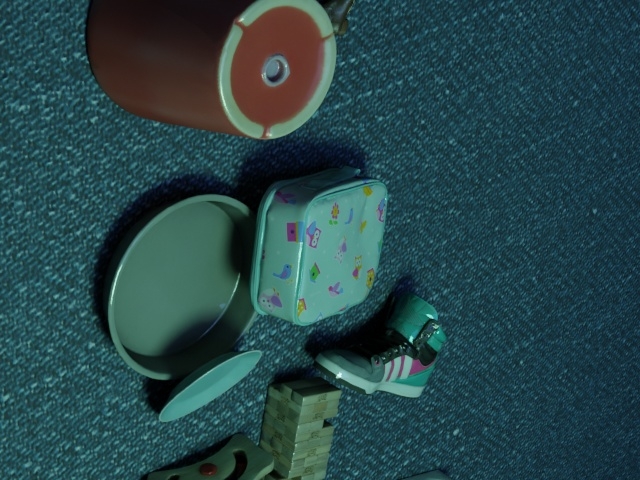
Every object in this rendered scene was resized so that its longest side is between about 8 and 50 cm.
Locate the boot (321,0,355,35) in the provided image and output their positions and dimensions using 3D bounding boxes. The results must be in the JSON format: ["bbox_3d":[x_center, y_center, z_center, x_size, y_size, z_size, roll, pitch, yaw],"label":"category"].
[{"bbox_3d":[-0.004,-0.354,1.913,0.114,0.037,0.106,-6,111,-37],"label":"boot"}]

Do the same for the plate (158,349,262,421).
[{"bbox_3d":[-0.174,0.216,1.973,0.188,0.024,0.188,-34,165,-10],"label":"plate"}]

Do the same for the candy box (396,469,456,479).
[{"bbox_3d":[0.177,0.562,2.500,0.165,0.070,0.196,-5,112,-43],"label":"candy box"}]

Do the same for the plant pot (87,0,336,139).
[{"bbox_3d":[-0.129,-0.256,1.686,0.275,0.243,0.275,-21,124,-36],"label":"plant pot"}]

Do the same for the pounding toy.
[{"bbox_3d":[-0.187,0.438,2.050,0.269,0.154,0.155,-36,133,-51],"label":"pounding toy"}]

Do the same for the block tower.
[{"bbox_3d":[-0.051,0.394,2.186,0.097,0.091,0.335,-4,113,-42],"label":"block tower"}]

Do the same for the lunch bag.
[{"bbox_3d":[0.000,0.000,1.991,0.279,0.108,0.224,-20,117,-60],"label":"lunch bag"}]

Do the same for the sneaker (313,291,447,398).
[{"bbox_3d":[0.120,0.173,2.215,0.295,0.124,0.178,14,104,-54],"label":"sneaker"}]

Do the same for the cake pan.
[{"bbox_3d":[-0.203,0.063,1.907,0.293,0.054,0.293,-21,123,-36],"label":"cake pan"}]
